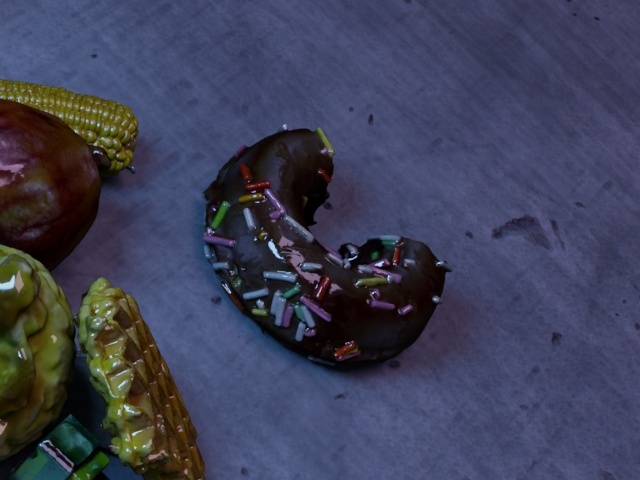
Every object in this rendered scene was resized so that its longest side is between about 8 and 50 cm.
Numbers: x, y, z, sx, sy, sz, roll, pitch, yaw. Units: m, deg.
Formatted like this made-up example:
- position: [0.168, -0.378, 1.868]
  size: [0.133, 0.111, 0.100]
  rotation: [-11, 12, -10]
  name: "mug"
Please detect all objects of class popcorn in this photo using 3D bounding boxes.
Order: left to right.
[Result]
- position: [-0.360, 0.113, 1.930]
  size: [0.237, 0.251, 0.206]
  rotation: [-34, 71, -32]
  name: "popcorn"

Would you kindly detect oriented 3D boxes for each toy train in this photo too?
- position: [-0.242, 0.294, 1.966]
  size: [0.200, 0.132, 0.083]
  rotation: [42, 40, 0]
  name: "toy train"

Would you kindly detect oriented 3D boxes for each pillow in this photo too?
- position: [-0.281, 0.174, 2.103]
  size: [0.232, 0.038, 0.131]
  rotation: [12, 59, -28]
  name: "pillow"

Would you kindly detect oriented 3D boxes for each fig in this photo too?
- position: [-0.360, -0.053, 2.105]
  size: [0.224, 0.224, 0.263]
  rotation: [60, 20, 19]
  name: "fig"

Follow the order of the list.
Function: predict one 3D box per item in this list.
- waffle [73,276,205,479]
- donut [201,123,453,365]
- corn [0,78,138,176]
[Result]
- position: [-0.189, 0.181, 1.997]
  size: [0.281, 0.058, 0.301]
  rotation: [-102, 170, -65]
  name: "waffle"
- position: [-0.009, 0.012, 2.378]
  size: [0.345, 0.136, 0.259]
  rotation: [47, 39, 7]
  name: "donut"
- position: [-0.365, -0.145, 2.257]
  size: [0.313, 0.102, 0.102]
  rotation: [9, 52, -32]
  name: "corn"
